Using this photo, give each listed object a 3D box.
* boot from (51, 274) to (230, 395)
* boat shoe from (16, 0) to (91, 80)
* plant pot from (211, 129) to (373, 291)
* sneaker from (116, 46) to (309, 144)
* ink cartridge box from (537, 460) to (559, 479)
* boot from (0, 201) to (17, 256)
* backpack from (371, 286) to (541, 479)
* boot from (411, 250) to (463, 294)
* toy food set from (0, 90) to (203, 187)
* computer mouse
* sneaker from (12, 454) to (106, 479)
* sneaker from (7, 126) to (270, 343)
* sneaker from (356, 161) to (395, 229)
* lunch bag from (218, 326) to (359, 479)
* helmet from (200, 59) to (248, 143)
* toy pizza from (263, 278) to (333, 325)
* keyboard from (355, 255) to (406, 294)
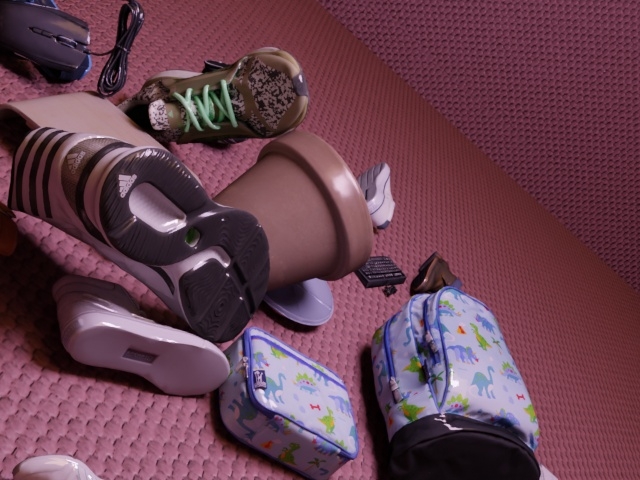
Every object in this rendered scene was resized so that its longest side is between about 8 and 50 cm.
[{"bbox_3d":[-0.234,0.118,1.152,0.258,0.095,0.123,31,19,-44],"label":"boot"},{"bbox_3d":[-0.502,-0.386,1.501,0.258,0.109,0.089,43,27,-1],"label":"boat shoe"},{"bbox_3d":[-0.083,-0.022,1.419,0.229,0.263,0.263,-27,70,-27],"label":"plant pot"},{"bbox_3d":[-0.200,-0.218,1.474,0.182,0.410,0.158,-34,113,-48],"label":"sneaker"},{"bbox_3d":[0.400,0.472,1.638,0.150,0.063,0.109,42,25,-7],"label":"ink cartridge box"},{"bbox_3d":[-0.464,-0.068,1.109,0.152,0.073,0.197,25,39,-43],"label":"boot"},{"bbox_3d":[0.224,0.255,1.520,0.290,0.273,0.355,25,18,-25],"label":"backpack"},{"bbox_3d":[0.279,0.097,2.015,0.106,0.082,0.219,43,22,1],"label":"boot"},{"bbox_3d":[-0.348,-0.119,1.368,0.306,0.092,0.219,39,23,7],"label":"toy food set"},{"bbox_3d":[-0.423,-0.365,1.427,0.262,0.184,0.060,23,-1,0],"label":"computer mouse"},{"bbox_3d":[-0.254,0.274,0.918,0.152,0.053,0.061,33,30,-27],"label":"sneaker"},{"bbox_3d":[-0.243,-0.025,1.175,0.257,0.169,0.447,24,-17,28],"label":"sneaker"},{"bbox_3d":[0.136,-0.106,2.121,0.091,0.094,0.258,57,24,-21],"label":"sneaker"},{"bbox_3d":[-0.048,0.233,1.266,0.219,0.090,0.176,36,24,-28],"label":"lunch bag"},{"bbox_3d":[-0.187,-0.274,1.757,0.161,0.169,0.169,41,18,34],"label":"helmet"},{"bbox_3d":[-0.062,0.077,1.556,0.201,0.032,0.201,31,30,-20],"label":"toy pizza"},{"bbox_3d":[0.134,0.074,1.892,0.108,0.023,0.180,55,26,19],"label":"keyboard"}]
